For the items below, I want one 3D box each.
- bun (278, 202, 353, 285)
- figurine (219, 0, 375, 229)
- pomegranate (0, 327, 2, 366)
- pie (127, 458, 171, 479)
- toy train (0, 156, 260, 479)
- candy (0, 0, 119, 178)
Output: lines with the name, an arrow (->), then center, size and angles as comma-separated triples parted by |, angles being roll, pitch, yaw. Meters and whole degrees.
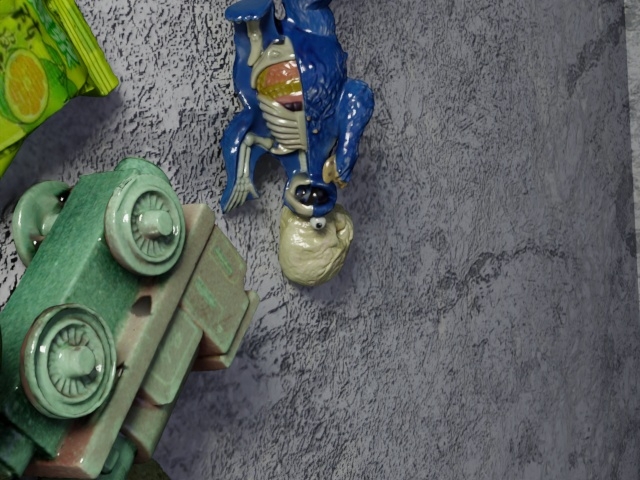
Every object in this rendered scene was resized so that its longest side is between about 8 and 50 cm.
bun -> 0.000, 0.000, 1.251 | 0.115, 0.069, 0.115 | -6, 97, -58
figurine -> -0.027, -0.143, 1.157 | 0.121, 0.164, 0.262 | -120, -149, -69
pomegranate -> -0.297, 0.091, 0.653 | 0.225, 0.187, 0.187 | -78, 149, -45
pie -> -0.191, 0.332, 0.951 | 0.302, 0.067, 0.303 | -5, 96, -57
toy train -> -0.176, 0.084, 0.887 | 0.221, 0.150, 0.304 | 57, 43, -39
candy -> -0.246, -0.130, 0.854 | 0.246, 0.069, 0.149 | -56, 133, -43
